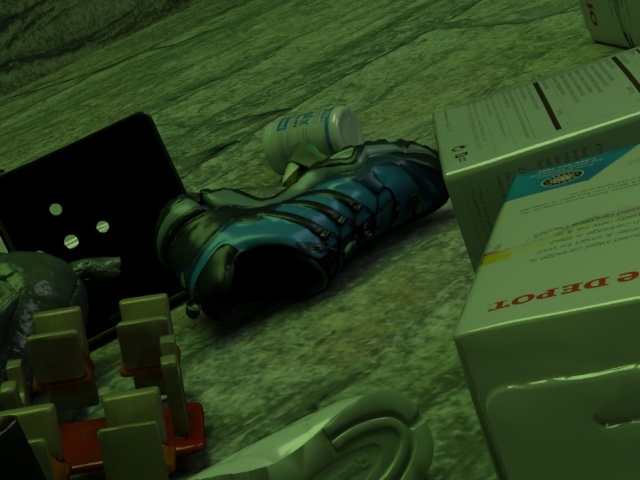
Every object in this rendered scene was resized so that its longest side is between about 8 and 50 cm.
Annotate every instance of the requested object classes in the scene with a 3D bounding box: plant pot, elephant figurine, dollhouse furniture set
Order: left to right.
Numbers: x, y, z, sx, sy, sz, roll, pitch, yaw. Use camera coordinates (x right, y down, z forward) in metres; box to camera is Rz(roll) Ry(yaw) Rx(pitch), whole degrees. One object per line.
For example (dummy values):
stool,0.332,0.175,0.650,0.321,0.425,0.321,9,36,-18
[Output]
elephant figurine,-0.290,0.117,1.221,0.169,0.186,0.239,20,24,-15
dollhouse furniture set,-0.216,0.162,1.059,0.259,0.135,0.262,-9,18,-2
plant pot,-0.244,-0.003,1.451,0.188,0.187,0.167,-28,6,-23

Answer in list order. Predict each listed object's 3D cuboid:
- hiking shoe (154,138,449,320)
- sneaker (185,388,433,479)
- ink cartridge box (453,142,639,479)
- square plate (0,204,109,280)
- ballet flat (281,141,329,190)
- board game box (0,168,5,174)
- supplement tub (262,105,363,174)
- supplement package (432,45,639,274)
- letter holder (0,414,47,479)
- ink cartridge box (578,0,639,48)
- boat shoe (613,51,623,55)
hiking shoe,0.000,0.000,1.328,0.304,0.113,0.132,-18,47,-14
sneaker,-0.041,0.170,0.879,0.235,0.090,0.095,-23,5,-21
ink cartridge box,0.195,0.058,0.785,0.171,0.168,0.233,-13,19,22
square plate,-0.359,0.013,1.716,0.347,0.049,0.344,-28,20,-24
ballet flat,-0.008,-0.062,1.523,0.068,0.072,0.213,-30,20,-14
board game box,-0.520,0.005,1.809,0.243,0.042,0.165,-30,-8,-30
supplement tub,-0.009,-0.122,1.697,0.107,0.071,0.071,-10,21,28
supplement package,0.247,-0.037,0.994,0.292,0.178,0.175,-17,17,8
letter holder,-0.309,0.251,0.798,0.214,0.152,0.302,-11,20,33
ink cartridge box,0.413,-0.349,1.657,0.129,0.223,0.307,-22,18,-8
boat shoe,0.389,-0.123,1.219,0.341,0.122,0.110,-12,30,34
